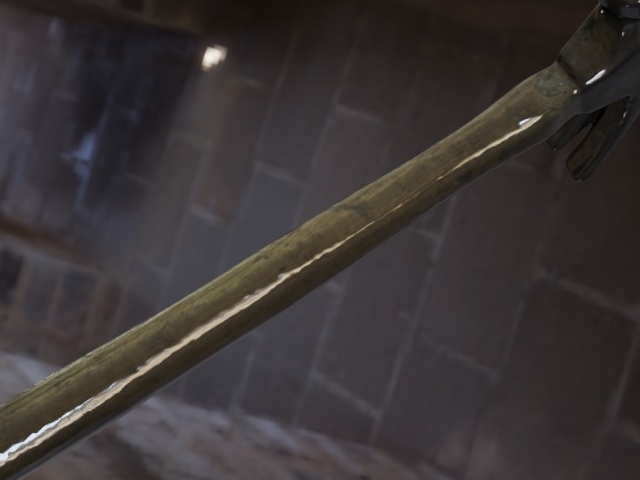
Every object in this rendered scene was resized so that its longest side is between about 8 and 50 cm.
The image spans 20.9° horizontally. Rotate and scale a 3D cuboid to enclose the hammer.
[{"bbox_3d":[0.000,0.000,0.926,0.044,0.440,0.168,55,171,24],"label":"hammer"}]
